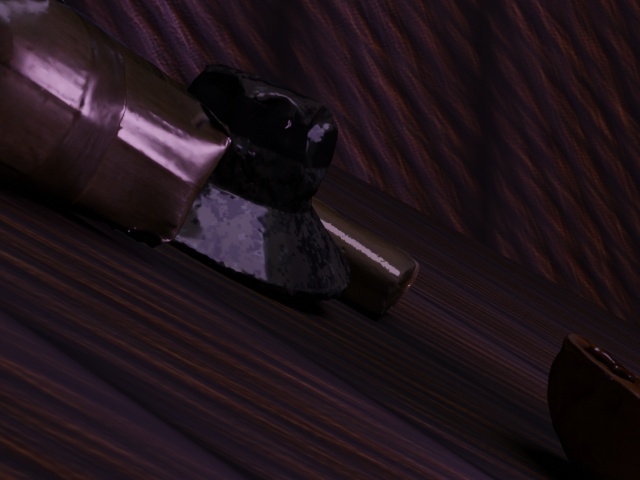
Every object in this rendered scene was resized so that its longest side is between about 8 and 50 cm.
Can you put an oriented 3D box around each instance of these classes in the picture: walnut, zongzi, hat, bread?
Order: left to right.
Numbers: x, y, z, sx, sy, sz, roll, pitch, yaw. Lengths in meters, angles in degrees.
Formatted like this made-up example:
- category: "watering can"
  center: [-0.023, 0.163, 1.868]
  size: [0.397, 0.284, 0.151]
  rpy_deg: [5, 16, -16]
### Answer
- category: "zongzi"
  center: [-0.228, -0.121, 1.329]
  size: [0.274, 0.125, 0.251]
  rpy_deg: [32, -2, 42]
- category: "hat"
  center: [-0.061, -0.070, 1.575]
  size: [0.265, 0.128, 0.265]
  rpy_deg: [26, 12, -6]
- category: "bread"
  center: [0.000, 0.000, 1.766]
  size: [0.178, 0.060, 0.139]
  rpy_deg: [31, 6, 10]
- category: "walnut"
  center: [0.233, 0.154, 1.443]
  size: [0.167, 0.087, 0.211]
  rpy_deg: [37, 3, -29]
